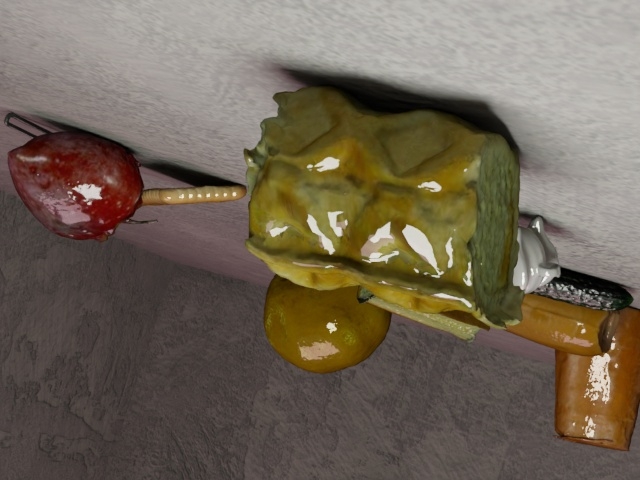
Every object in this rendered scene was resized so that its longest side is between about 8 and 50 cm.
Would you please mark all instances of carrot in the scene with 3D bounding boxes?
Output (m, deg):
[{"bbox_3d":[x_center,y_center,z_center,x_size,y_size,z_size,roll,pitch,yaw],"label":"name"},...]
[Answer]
[{"bbox_3d":[0.490,0.239,1.944,0.195,0.254,0.196,13,173,2],"label":"carrot"}]

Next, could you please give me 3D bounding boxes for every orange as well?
[{"bbox_3d":[0.013,0.139,2.283,0.279,0.279,0.235,12,143,38],"label":"orange"}]

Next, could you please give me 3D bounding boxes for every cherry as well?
[{"bbox_3d":[-0.413,-0.098,1.825,0.249,0.175,0.192,24,161,-34],"label":"cherry"}]

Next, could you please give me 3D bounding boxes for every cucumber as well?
[{"bbox_3d":[0.381,0.068,1.694,0.214,0.052,0.058,15,144,6],"label":"cucumber"}]

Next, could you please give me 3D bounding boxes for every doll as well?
[{"bbox_3d":[0.152,0.004,1.461,0.384,0.099,0.188,11,-154,43],"label":"doll"}]

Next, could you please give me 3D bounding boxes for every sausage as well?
[{"bbox_3d":[0.323,0.101,1.834,0.353,0.116,0.134,17,-173,33],"label":"sausage"}]

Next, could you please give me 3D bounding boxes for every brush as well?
[{"bbox_3d":[-0.443,-0.162,1.932,0.266,0.062,0.027,28,174,-33],"label":"brush"}]

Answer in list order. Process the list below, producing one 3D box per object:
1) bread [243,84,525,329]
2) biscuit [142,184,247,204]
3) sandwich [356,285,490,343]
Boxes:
[{"bbox_3d":[0.068,-0.032,1.063,0.252,0.239,0.196,7,-156,27],"label":"bread"},{"bbox_3d":[-0.246,-0.079,1.934,0.160,0.030,0.249,-4,-178,-27],"label":"biscuit"},{"bbox_3d":[0.203,0.094,2.018,0.235,0.128,0.122,22,165,-17],"label":"sandwich"}]
